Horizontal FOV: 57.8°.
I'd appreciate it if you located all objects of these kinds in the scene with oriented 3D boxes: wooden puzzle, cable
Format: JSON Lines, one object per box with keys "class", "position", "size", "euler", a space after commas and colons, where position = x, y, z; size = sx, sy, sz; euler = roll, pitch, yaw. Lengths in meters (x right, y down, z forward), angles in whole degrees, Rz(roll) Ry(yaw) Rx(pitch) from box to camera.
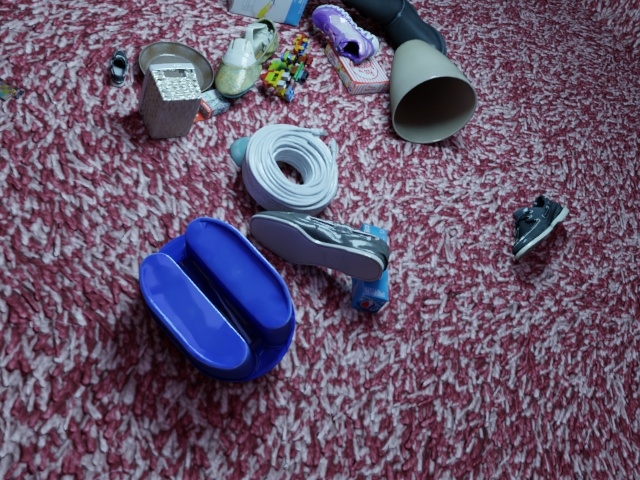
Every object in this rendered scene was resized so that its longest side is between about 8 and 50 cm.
{"class": "wooden puzzle", "position": [-0.728, -0.346, 1.330], "size": [0.083, 0.006, 0.049], "euler": [30, 50, -5]}
{"class": "cable", "position": [-0.076, -0.177, 1.462], "size": [0.257, 0.089, 0.257], "euler": [10, 60, -26]}

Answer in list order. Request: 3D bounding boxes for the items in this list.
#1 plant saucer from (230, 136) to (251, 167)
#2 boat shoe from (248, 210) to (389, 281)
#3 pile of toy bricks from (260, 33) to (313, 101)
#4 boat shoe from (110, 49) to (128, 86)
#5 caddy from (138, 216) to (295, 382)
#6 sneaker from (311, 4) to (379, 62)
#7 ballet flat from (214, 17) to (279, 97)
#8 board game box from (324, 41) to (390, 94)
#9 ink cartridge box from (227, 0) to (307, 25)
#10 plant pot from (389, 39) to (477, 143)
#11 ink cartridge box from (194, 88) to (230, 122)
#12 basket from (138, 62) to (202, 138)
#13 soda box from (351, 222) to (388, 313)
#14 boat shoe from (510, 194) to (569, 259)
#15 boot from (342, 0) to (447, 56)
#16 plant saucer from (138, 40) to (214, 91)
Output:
{"class": "plant saucer", "position": [-0.175, -0.229, 1.508], "size": [0.119, 0.021, 0.119], "euler": [12, 53, -17]}
{"class": "boat shoe", "position": [0.000, 0.000, 1.354], "size": [0.335, 0.112, 0.095], "euler": [20, 40, 9]}
{"class": "pile of toy bricks", "position": [-0.108, -0.502, 1.696], "size": [0.105, 0.118, 0.212], "euler": [15, 64, 19]}
{"class": "boat shoe", "position": [-0.516, -0.450, 1.485], "size": [0.046, 0.038, 0.125], "euler": [10, 54, -20]}
{"class": "caddy", "position": [-0.202, 0.118, 1.155], "size": [0.241, 0.179, 0.341], "euler": [-40, 80, -17]}
{"class": "sneaker", "position": [0.066, -0.641, 1.814], "size": [0.236, 0.095, 0.104], "euler": [36, 57, 1]}
{"class": "ballet flat", "position": [-0.205, -0.526, 1.619], "size": [0.123, 0.123, 0.348], "euler": [29, 44, -5]}
{"class": "board game box", "position": [0.119, -0.557, 1.865], "size": [0.146, 0.045, 0.193], "euler": [-14, 65, -32]}
{"class": "ink cartridge box", "position": [-0.167, -0.817, 1.827], "size": [0.232, 0.168, 0.171], "euler": [2, 58, -24]}
{"class": "plant pot", "position": [0.316, -0.488, 1.788], "size": [0.256, 0.256, 0.274], "euler": [6, 51, -22]}
{"class": "ink cartridge box", "position": [-0.302, -0.356, 1.530], "size": [0.115, 0.029, 0.063], "euler": [-32, 75, -39]}
{"class": "basket", "position": [-0.362, -0.333, 1.400], "size": [0.113, 0.167, 0.103], "euler": [-14, 71, -32]}
{"class": "soda box", "position": [0.120, 0.066, 1.412], "size": [0.067, 0.071, 0.210], "euler": [15, 52, -14]}
{"class": "boat shoe", "position": [0.622, -0.053, 1.707], "size": [0.113, 0.127, 0.340], "euler": [47, 49, 12]}
{"class": "boot", "position": [0.183, -0.753, 1.876], "size": [0.445, 0.146, 0.367], "euler": [18, 35, -45]}
{"class": "plant saucer", "position": [-0.386, -0.453, 1.553], "size": [0.198, 0.036, 0.199], "euler": [13, 52, -17]}
